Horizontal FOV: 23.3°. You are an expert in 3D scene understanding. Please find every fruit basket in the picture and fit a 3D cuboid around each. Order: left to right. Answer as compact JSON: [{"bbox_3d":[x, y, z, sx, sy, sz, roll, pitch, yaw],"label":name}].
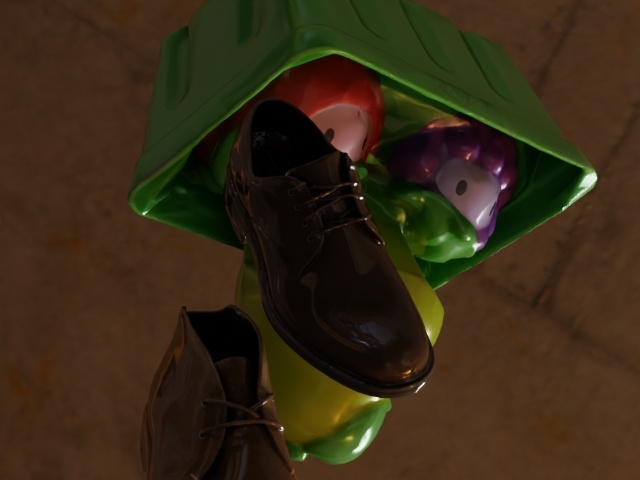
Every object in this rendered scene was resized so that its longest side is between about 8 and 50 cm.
[{"bbox_3d":[0.034,-0.016,1.306,0.283,0.392,0.392,-36,-97,34],"label":"fruit basket"}]

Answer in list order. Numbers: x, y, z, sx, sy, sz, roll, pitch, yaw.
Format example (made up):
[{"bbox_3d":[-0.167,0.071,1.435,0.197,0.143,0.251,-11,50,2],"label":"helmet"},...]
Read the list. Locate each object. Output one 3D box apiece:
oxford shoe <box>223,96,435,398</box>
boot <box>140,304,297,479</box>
[{"bbox_3d":[0.000,0.000,0.951,0.227,0.082,0.096,55,-27,33],"label":"oxford shoe"},{"bbox_3d":[-0.064,0.142,1.020,0.305,0.112,0.115,-121,-142,-61],"label":"boot"}]
